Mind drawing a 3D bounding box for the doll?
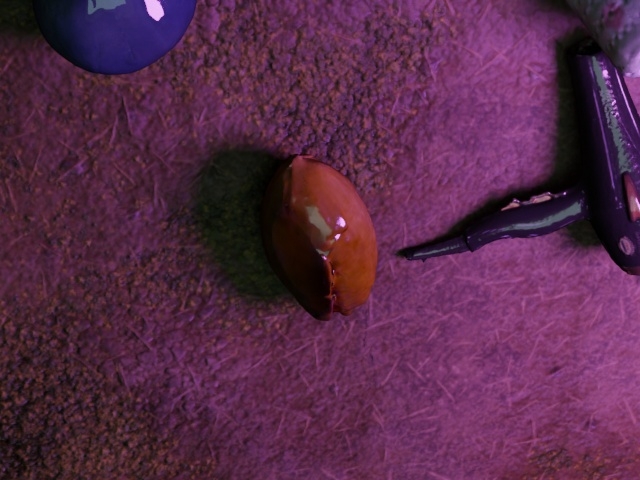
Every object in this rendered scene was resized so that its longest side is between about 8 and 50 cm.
[{"bbox_3d":[-0.235,-0.309,1.676,0.228,0.154,0.258,-20,124,-6],"label":"doll"}]

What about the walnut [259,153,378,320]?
[{"bbox_3d":[0.000,0.000,1.874,0.137,0.137,0.245,-21,118,-2],"label":"walnut"}]

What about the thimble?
[{"bbox_3d":[0.400,-0.297,1.772,0.211,0.185,0.149,-27,76,-24],"label":"thimble"}]

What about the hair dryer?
[{"bbox_3d":[0.258,-0.063,1.929,0.360,0.120,0.303,-19,109,7],"label":"hair dryer"}]
